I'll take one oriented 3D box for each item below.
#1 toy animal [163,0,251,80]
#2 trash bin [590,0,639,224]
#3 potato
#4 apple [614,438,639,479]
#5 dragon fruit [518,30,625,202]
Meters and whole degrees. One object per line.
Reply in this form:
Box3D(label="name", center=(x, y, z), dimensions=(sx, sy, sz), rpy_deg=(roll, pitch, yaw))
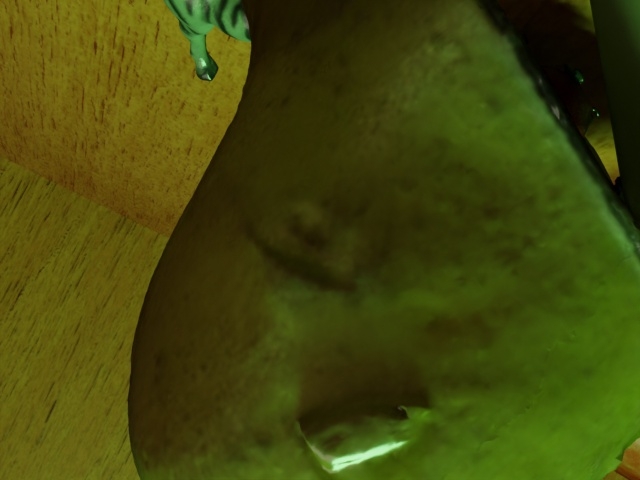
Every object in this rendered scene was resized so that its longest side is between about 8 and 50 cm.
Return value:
Box3D(label="toy animal", center=(-0.018, -0.164, 1.045), dimensions=(0.255, 0.090, 0.170), rpy_deg=(13, 159, 38))
Box3D(label="trash bin", center=(0.242, -0.078, 0.584), dimensions=(0.247, 0.121, 0.243), rpy_deg=(15, 127, 52))
Box3D(label="potato", center=(0.000, 0.000, 0.751), dimensions=(0.397, 0.296, 0.290), rpy_deg=(58, -175, 18))
Box3D(label="apple", center=(0.326, 0.140, 1.201), dimensions=(0.251, 0.163, 0.293), rpy_deg=(20, -161, 10))
Box3D(label="dragon fruit", center=(0.129, -0.029, 1.016), dimensions=(0.268, 0.130, 0.295), rpy_deg=(58, 175, -11))
